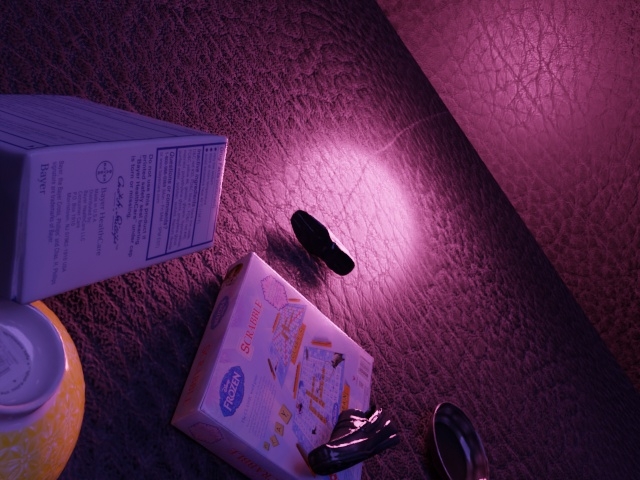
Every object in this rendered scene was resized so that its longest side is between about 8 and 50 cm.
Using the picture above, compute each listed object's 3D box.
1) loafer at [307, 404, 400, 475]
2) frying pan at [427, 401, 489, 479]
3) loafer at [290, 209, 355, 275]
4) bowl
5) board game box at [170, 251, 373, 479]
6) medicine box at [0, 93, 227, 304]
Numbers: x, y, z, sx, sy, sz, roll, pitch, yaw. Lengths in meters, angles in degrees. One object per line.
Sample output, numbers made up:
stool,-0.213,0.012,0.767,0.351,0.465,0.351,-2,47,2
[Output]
loafer,0.045,0.293,1.014,0.223,0.076,0.078,6,55,-59
frying pan,0.319,0.459,1.401,0.326,0.053,0.197,39,35,-31
loafer,0.000,0.000,1.363,0.170,0.062,0.061,49,10,-21
bowl,-0.338,0.134,0.655,0.289,0.156,0.289,35,37,-32
board game box,-0.051,0.228,1.064,0.318,0.066,0.318,44,34,-23
medicine box,-0.299,-0.069,0.765,0.289,0.264,0.149,-19,123,-59
